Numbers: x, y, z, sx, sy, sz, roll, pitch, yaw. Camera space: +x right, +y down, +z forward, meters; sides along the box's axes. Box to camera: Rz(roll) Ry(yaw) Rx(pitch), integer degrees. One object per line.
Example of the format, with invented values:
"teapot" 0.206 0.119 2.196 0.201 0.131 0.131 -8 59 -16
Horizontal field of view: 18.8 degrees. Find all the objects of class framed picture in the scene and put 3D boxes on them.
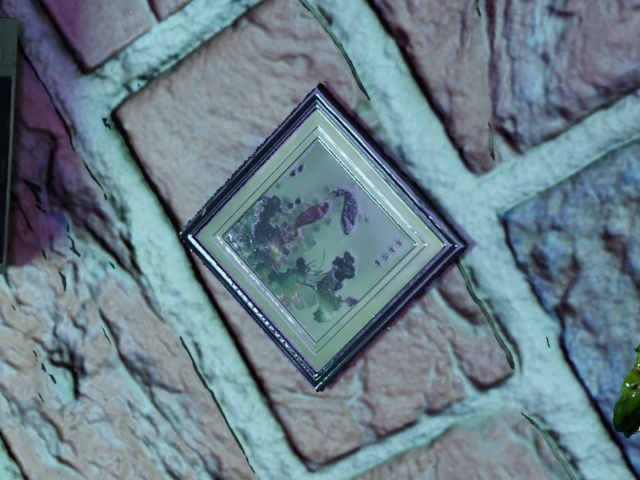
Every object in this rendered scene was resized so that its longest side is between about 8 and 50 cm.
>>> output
"framed picture" 0.000 0.000 1.690 0.195 0.010 0.199 -46 79 18

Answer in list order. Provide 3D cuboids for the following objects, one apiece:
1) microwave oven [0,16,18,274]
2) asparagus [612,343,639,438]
"microwave oven" -0.386 -0.091 1.759 0.194 0.145 0.240 6 97 23
"asparagus" 0.361 0.024 1.499 0.382 0.128 0.108 -34 46 21
